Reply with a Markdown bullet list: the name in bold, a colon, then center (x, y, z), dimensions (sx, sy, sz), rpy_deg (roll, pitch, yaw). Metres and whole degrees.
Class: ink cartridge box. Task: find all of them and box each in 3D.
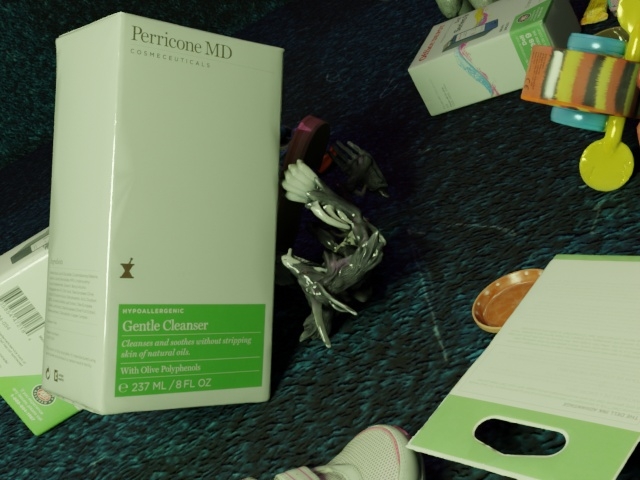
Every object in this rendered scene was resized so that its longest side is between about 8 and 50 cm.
- **ink cartridge box**: center (0.198, 0.100, 0.647), dimensions (0.171, 0.056, 0.235), rpy_deg (1, 40, 51)
- **ink cartridge box**: center (0.254, -0.279, 1.275), dimensions (0.212, 0.093, 0.154), rpy_deg (-15, 29, 36)
- **ink cartridge box**: center (-0.289, 0.079, 1.084), dimensions (0.273, 0.198, 0.115), rpy_deg (-31, 23, -1)

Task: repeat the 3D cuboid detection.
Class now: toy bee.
- **toy bee**: center (0.325, -0.164, 0.889), dimensions (0.162, 0.195, 0.298), rpy_deg (16, 36, 28)

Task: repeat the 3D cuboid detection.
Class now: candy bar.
- **candy bar**: center (0.432, -0.370, 1.332), dimensions (0.040, 0.018, 0.161), rpy_deg (-8, 32, 36)

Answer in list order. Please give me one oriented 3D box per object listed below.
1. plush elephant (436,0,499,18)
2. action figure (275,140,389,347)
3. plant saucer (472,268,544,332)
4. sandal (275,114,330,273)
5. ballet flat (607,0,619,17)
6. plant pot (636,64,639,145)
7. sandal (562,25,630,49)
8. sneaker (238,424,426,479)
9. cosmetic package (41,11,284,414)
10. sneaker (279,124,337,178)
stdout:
- **plush elephant**: center (0.239, -0.488, 1.521), dimensions (0.272, 0.330, 0.255), rpy_deg (-47, 9, -17)
- **action figure**: center (0.000, 0.000, 0.954), dimensions (0.275, 0.141, 0.164), rpy_deg (-72, 8, -60)
- **plant saucer**: center (0.181, 0.057, 0.804), dimensions (0.083, 0.013, 0.083), rpy_deg (-25, 25, 13)
- **sandal**: center (-0.067, -0.048, 1.064), dimensions (0.079, 0.240, 0.088), rpy_deg (27, 17, 19)
- **ballet flat**: center (0.499, -0.395, 1.227), dimensions (0.222, 0.079, 0.077), rpy_deg (-30, 23, 1)
- **plant pot**: center (0.388, -0.104, 0.600), dimensions (0.272, 0.272, 0.265), rpy_deg (-42, 19, -24)
- **sandal**: center (0.351, -0.226, 1.104), dimensions (0.049, 0.072, 0.180), rpy_deg (-23, 9, -40)
- **sneaker**: center (-0.027, 0.215, 0.619), dimensions (0.252, 0.111, 0.103), rpy_deg (-42, 26, -23)
- **cosmetic package**: center (-0.160, -0.023, 0.889), dimensions (0.197, 0.365, 0.155), rpy_deg (2, 1, -38)
- **sneaker**: center (-0.070, -0.145, 1.399), dimensions (0.221, 0.087, 0.083), rpy_deg (-7, 33, 43)
